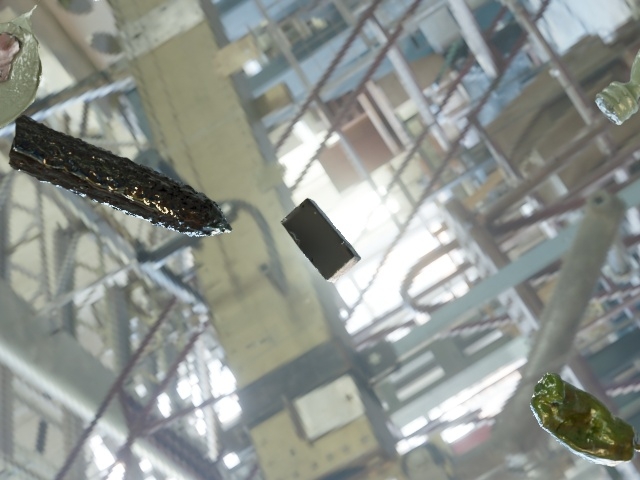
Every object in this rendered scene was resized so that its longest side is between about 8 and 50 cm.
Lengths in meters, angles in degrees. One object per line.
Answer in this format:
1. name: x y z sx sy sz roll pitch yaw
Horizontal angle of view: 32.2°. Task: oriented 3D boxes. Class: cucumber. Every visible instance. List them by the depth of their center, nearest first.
1. cucumber: -0.248 -0.072 1.396 0.300 0.072 0.072 22 -167 -9

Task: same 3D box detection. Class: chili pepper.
1. chili pepper: 0.336 0.234 1.350 0.204 0.072 0.073 34 167 -17

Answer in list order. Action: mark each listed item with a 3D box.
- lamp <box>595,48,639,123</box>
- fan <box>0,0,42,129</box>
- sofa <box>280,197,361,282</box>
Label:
1. lamp: 0.534 -0.268 1.788 0.106 0.193 0.106 53 179 1
2. fan: -0.457 -0.306 1.657 0.182 0.310 0.010 27 173 22
3. sofa: 0.000 0.000 1.617 0.118 0.060 0.039 51 -172 16
